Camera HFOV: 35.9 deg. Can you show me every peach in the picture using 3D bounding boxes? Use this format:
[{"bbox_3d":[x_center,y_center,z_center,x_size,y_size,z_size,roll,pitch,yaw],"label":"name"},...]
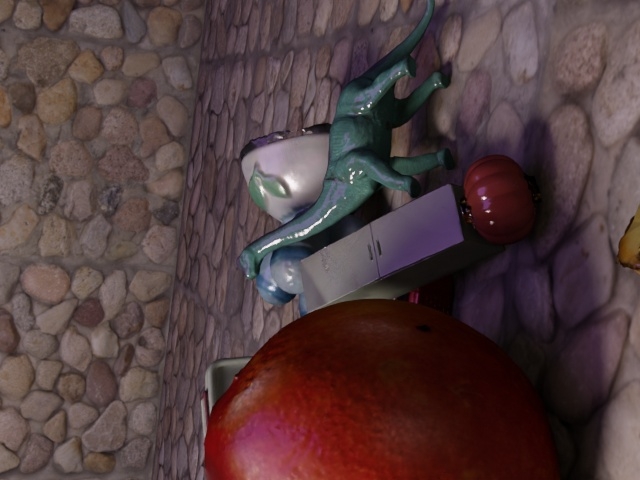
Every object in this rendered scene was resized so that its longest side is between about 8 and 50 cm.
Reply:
[{"bbox_3d":[0.061,0.243,1.088,0.388,0.388,0.388,-175,90,-70],"label":"peach"}]

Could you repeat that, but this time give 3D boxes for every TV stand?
[{"bbox_3d":[0.097,0.020,1.283,0.269,0.088,0.082,-28,64,37],"label":"TV stand"}]

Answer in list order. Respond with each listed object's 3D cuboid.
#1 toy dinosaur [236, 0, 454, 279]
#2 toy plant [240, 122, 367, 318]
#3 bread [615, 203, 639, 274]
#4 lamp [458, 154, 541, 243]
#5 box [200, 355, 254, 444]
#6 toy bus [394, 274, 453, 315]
[{"bbox_3d":[0.018,-0.146,1.431,0.331,0.129,0.383,-11,65,34],"label":"toy dinosaur"},{"bbox_3d":[0.000,0.000,1.575,0.247,0.247,0.332,145,121,-65],"label":"toy plant"},{"bbox_3d":[0.337,-0.047,0.704,0.262,0.162,0.204,-46,8,-19],"label":"bread"},{"bbox_3d":[0.209,-0.047,1.152,0.107,0.092,0.107,-18,-90,-82],"label":"lamp"},{"bbox_3d":[-0.031,0.287,1.473,0.167,0.294,0.193,102,163,-51],"label":"box"},{"bbox_3d":[0.132,0.079,1.360,0.089,0.081,0.195,17,101,60],"label":"toy bus"}]
